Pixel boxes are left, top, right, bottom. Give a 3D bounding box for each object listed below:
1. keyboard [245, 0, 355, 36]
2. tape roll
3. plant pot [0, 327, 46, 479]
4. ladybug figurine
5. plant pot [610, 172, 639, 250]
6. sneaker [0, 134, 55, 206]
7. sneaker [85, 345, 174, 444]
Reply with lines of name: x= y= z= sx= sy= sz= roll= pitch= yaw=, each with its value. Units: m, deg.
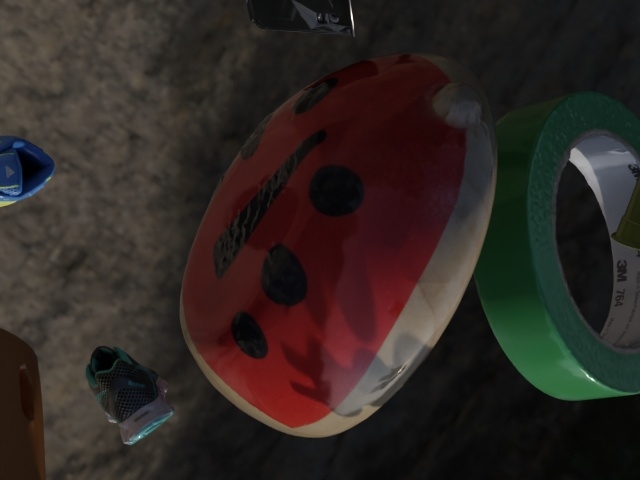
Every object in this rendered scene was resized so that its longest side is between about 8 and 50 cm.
keyboard: x=0.004 y=-0.324 z=1.672 sx=0.317 sy=0.202 sz=0.033 roll=80 pitch=19 yaw=-55
tape roll: x=0.279 y=0.006 z=1.718 sx=0.321 sy=0.077 sz=0.321 roll=13 pitch=72 yaw=-47
plant pot: x=-0.322 y=0.164 z=1.190 sx=0.291 sy=0.291 sz=0.203 roll=50 pitch=44 yaw=-63
ladybug figurine: x=0.000 y=0.000 z=1.477 sx=0.162 sy=0.305 sz=0.449 roll=10 pitch=138 yaw=-27
plant pot: x=0.292 y=-0.033 z=1.371 sx=0.083 sy=0.083 sz=0.079 roll=-12 pitch=115 yaw=-56
sneaker: x=-0.356 y=-0.073 z=1.540 sx=0.240 sy=0.126 sz=0.091 roll=-7 pitch=89 yaw=-47
sneaker: x=-0.174 y=0.121 z=1.433 sx=0.065 sy=0.076 sz=0.166 roll=-35 pitch=-167 yaw=-11
